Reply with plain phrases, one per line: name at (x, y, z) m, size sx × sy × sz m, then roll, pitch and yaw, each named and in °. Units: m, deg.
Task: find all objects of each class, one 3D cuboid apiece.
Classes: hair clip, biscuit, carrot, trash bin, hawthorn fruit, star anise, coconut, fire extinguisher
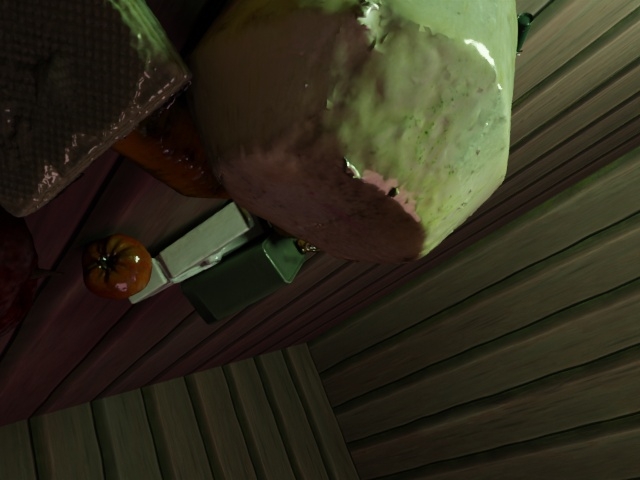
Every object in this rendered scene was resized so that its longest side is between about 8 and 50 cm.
hair clip at (-0.270, 0.029, 0.899) m, size 0.331 × 0.085 × 0.101 m, roll -32°, pitch 180°, yaw 10°
biscuit at (-0.250, -0.138, 0.386) m, size 0.252 × 0.150 × 0.052 m, roll -28°, pitch -169°, yaw 21°
carrot at (-0.196, -0.133, 0.539) m, size 0.114 × 0.114 × 0.302 m, roll -28°, pitch 159°, yaw 11°
trash bin at (-0.169, 0.069, 0.969) m, size 0.240 × 0.122 × 0.164 m, roll -27°, pitch -165°, yaw 24°
hawthorn fruit at (-0.376, 0.047, 0.797) m, size 0.125 × 0.125 × 0.140 m, roll -33°, pitch 171°, yaw 24°
star anise at (0.000, 0.000, 0.959) m, size 0.097 × 0.070 × 0.191 m, roll -25°, pitch 173°, yaw 33°
coconut at (0.036, -0.159, 0.460) m, size 0.352 × 0.352 × 0.352 m, roll -21°, pitch 160°, yaw -8°
fire extinguisher at (0.336, -0.350, 0.724) m, size 0.038 × 0.025 × 0.083 m, roll 12°, pitch 166°, yaw 13°

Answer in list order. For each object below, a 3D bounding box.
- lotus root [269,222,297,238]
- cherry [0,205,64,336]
lotus root at (-0.011, -0.093, 0.844) m, size 0.241 × 0.123 × 0.124 m, roll -39°, pitch -175°, yaw 30°
cherry at (-0.479, 0.030, 0.499) m, size 0.300 × 0.203 × 0.230 m, roll -1°, pitch 158°, yaw -31°
